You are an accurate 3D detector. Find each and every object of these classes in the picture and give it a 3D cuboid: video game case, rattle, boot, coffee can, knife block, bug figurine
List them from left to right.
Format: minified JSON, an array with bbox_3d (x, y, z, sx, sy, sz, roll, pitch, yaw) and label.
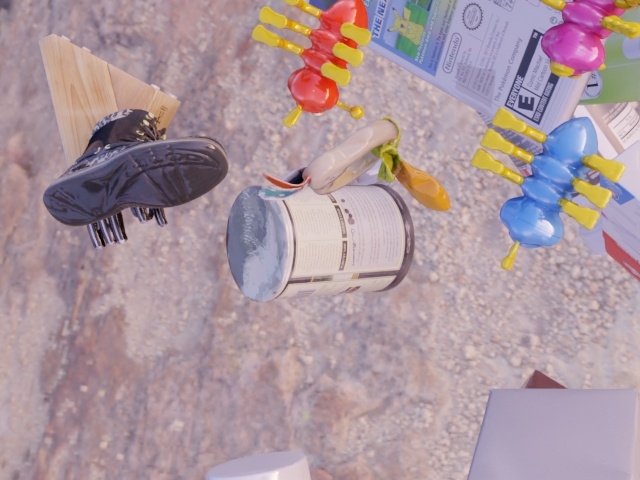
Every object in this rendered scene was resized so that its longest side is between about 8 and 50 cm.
[{"bbox_3d":[-0.321,-0.131,1.329,0.275,0.088,0.242,30,93,14],"label":"knife block"},{"bbox_3d":[-0.212,-0.112,1.141,0.236,0.085,0.179,-14,32,17],"label":"boot"},{"bbox_3d":[0.000,0.000,1.651,0.201,0.275,0.202,4,96,54],"label":"coffee can"},{"bbox_3d":[0.033,-0.115,1.814,0.258,0.123,0.095,-24,73,11],"label":"boot"},{"bbox_3d":[0.038,-0.054,1.106,0.130,0.199,0.143,-22,97,45],"label":"rattle"},{"bbox_3d":[0.098,-0.125,0.615,0.279,0.072,0.216,36,104,26],"label":"bug figurine"},{"bbox_3d":[0.130,-0.278,0.796,0.300,0.036,0.329,34,139,19],"label":"video game case"}]

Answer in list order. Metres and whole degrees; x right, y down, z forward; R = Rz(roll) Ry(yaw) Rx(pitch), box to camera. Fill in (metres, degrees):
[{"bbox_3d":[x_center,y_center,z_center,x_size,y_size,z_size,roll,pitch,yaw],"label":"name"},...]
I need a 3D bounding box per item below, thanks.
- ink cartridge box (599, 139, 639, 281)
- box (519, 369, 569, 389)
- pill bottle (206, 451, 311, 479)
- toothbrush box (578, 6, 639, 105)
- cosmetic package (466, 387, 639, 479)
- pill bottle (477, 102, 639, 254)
[{"bbox_3d":[0.487,-0.023,1.363,0.078,0.231,0.134,-37,55,-6],"label":"ink cartridge box"},{"bbox_3d":[0.416,0.373,1.309,0.381,0.191,0.143,29,135,9],"label":"box"},{"bbox_3d":[-0.056,0.439,1.175,0.176,0.176,0.319,-11,88,40],"label":"pill bottle"},{"bbox_3d":[0.358,-0.237,0.851,0.283,0.122,0.206,-165,69,-67],"label":"toothbrush box"},{"bbox_3d":[0.131,0.201,0.521,0.107,0.127,0.238,-5,27,21],"label":"cosmetic package"},{"bbox_3d":[0.423,-0.169,1.547,0.210,0.210,0.363,-34,96,30],"label":"pill bottle"}]
